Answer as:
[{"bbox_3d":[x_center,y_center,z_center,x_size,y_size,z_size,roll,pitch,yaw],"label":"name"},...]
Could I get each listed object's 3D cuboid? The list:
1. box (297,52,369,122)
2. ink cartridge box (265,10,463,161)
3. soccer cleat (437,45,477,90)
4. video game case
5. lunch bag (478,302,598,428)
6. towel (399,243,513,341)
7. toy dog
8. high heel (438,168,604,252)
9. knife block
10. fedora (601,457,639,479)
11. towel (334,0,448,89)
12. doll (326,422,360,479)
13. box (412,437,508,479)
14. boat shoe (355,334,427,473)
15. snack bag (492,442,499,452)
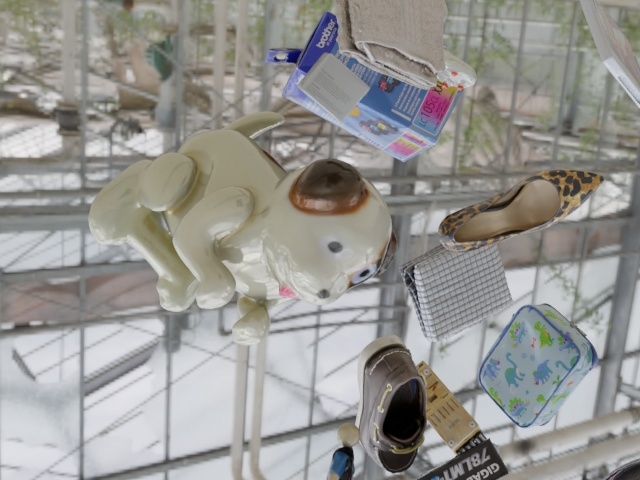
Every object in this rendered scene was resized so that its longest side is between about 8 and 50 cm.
[{"bbox_3d":[0.023,-0.290,1.540,0.101,0.087,0.102,39,-172,-14],"label":"box"},{"bbox_3d":[0.076,-0.341,1.781,0.395,0.151,0.270,29,173,-6],"label":"ink cartridge box"},{"bbox_3d":[0.194,-0.315,1.390,0.196,0.076,0.068,31,166,40],"label":"soccer cleat"},{"bbox_3d":[0.524,-0.336,1.442,0.023,0.201,0.183,-30,135,31],"label":"video game case"},{"bbox_3d":[0.420,0.241,1.600,0.090,0.219,0.176,3,-147,-43],"label":"lunch bag"},{"bbox_3d":[0.366,0.122,2.217,0.283,0.235,0.121,-25,-161,-21],"label":"towel"},{"bbox_3d":[-0.078,-0.021,1.292,0.408,0.284,0.395,13,-128,36],"label":"toy dog"},{"bbox_3d":[0.319,-0.044,1.294,0.261,0.093,0.186,-19,-176,22],"label":"high heel"},{"bbox_3d":[0.316,0.441,1.989,0.276,0.088,0.242,49,176,22],"label":"knife block"},{"bbox_3d":[0.515,0.453,1.189,0.243,0.275,0.124,-4,-155,25],"label":"fedora"},{"bbox_3d":[0.080,-0.329,0.960,0.049,0.282,0.187,-11,170,37],"label":"towel"},{"bbox_3d":[0.024,0.374,1.248,0.046,0.189,0.129,14,169,18],"label":"doll"},{"bbox_3d":[0.179,0.450,1.432,0.293,0.073,0.295,-30,162,-1],"label":"box"},{"bbox_3d":[0.129,0.305,1.395,0.116,0.324,0.097,-19,-139,-16],"label":"boat shoe"},{"bbox_3d":[0.253,0.610,1.628,0.037,0.323,0.342,27,-137,-10],"label":"snack bag"}]
